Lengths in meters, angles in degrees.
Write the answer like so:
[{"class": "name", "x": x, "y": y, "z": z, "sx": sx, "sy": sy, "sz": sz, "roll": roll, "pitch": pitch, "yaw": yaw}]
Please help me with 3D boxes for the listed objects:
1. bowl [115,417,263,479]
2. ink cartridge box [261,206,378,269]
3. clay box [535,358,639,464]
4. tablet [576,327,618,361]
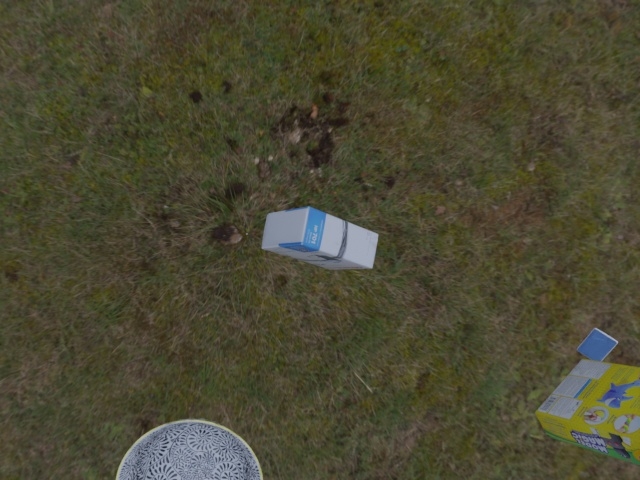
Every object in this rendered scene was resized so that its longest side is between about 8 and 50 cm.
[{"class": "bowl", "x": -0.155, "y": 0.281, "z": 0.707, "sx": 0.170, "sy": 0.080, "sz": 0.170, "roll": -1, "pitch": 99, "yaw": -5}, {"class": "ink cartridge box", "x": 0.000, "y": 0.000, "z": 1.176, "sx": 0.191, "sy": 0.140, "sz": 0.082, "roll": 21, "pitch": 73, "yaw": -36}, {"class": "clay box", "x": 0.411, "y": 0.224, "z": 0.750, "sx": 0.127, "sy": 0.222, "sz": 0.053, "roll": -36, "pitch": 106, "yaw": -25}, {"class": "tablet", "x": 0.597, "y": 0.228, "z": 1.251, "sx": 0.054, "sy": 0.083, "sz": 0.006, "roll": 35, "pitch": 47, "yaw": 20}]
